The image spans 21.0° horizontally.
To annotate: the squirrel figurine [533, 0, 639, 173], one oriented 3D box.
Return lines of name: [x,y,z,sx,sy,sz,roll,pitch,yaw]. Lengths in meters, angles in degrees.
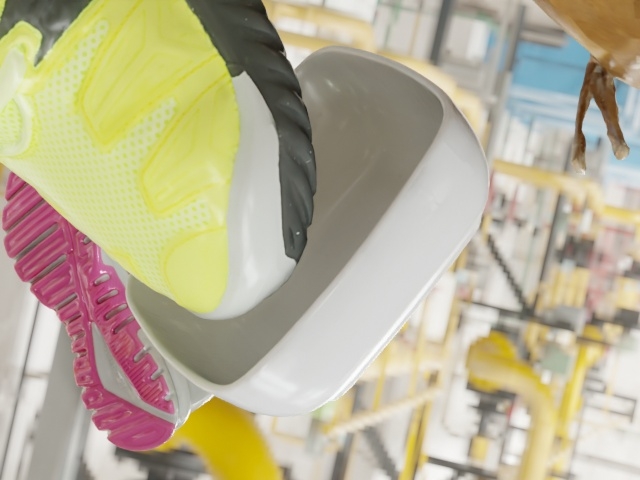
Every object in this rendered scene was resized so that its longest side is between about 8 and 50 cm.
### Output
squirrel figurine: [0.174,-0.135,0.562,0.370,0.281,0.397,39,171,40]

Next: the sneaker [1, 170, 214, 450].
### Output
sneaker: [-0.145,0.025,1.273,0.103,0.252,0.111,-23,177,37]

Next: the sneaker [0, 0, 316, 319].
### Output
sneaker: [-0.158,-0.112,0.604,0.384,0.147,0.145,48,146,2]

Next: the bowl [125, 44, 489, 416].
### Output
bowl: [0.000,0.000,0.661,0.053,0.142,0.142,39,179,-27]
